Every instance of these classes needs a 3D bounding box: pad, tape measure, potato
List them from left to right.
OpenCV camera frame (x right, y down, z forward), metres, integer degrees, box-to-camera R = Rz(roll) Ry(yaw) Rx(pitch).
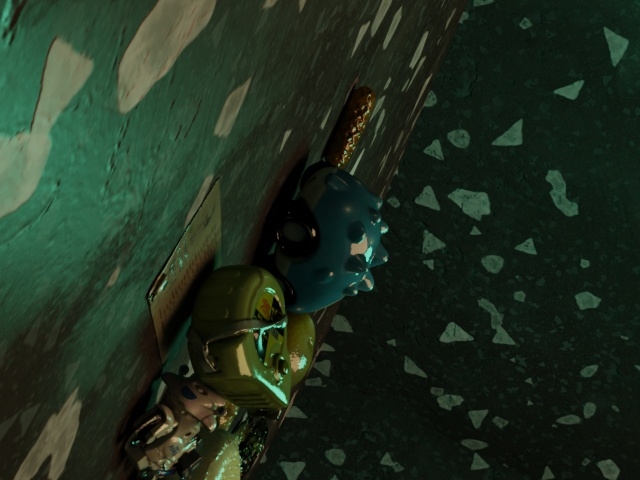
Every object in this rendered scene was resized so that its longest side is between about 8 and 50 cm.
[{"bbox_3d":[-0.153,0.045,1.170,0.159,0.009,0.265,-62,174,-23],"label":"pad"},{"bbox_3d":[-0.104,0.120,1.257,0.200,0.106,0.175,45,45,-57],"label":"tape measure"},{"bbox_3d":[-0.083,0.191,1.838,0.194,0.157,0.157,-77,-173,-51],"label":"potato"}]

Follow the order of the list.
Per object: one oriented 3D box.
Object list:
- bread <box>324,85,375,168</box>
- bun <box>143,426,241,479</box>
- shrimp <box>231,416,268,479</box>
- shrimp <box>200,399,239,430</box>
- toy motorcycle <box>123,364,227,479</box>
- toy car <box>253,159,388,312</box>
[{"bbox_3d":[0.052,-0.197,1.737,0.157,0.044,0.052,-66,171,14],"label":"bread"},{"bbox_3d":[-0.219,0.415,1.522,0.287,0.146,0.287,13,90,-83],"label":"bun"},{"bbox_3d":[-0.210,0.544,2.554,0.365,0.071,0.233,-47,158,-53],"label":"shrimp"},{"bbox_3d":[-0.204,0.335,1.725,0.145,0.061,0.267,-38,158,-57],"label":"shrimp"},{"bbox_3d":[-0.192,0.250,1.316,0.150,0.102,0.221,-39,161,-22],"label":"toy motorcycle"},{"bbox_3d":[0.011,0.010,1.587,0.255,0.190,0.188,-66,175,37],"label":"toy car"}]
